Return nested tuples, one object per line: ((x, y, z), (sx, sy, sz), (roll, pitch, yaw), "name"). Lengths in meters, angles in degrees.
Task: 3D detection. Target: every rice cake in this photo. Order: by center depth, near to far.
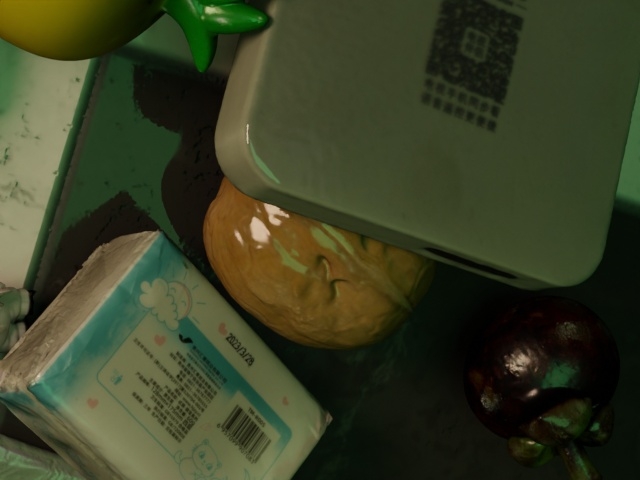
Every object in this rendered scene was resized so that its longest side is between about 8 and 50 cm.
((-0.293, 0.228, 1.253), (0.221, 0.042, 0.080), (23, 91, -22), "rice cake")

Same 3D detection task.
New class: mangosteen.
((0.231, 0.144, 1.334), (0.172, 0.184, 0.173), (-7, 122, -11), "mangosteen")

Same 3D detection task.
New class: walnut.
((0.000, 0.000, 1.221), (0.225, 0.193, 0.193), (30, 93, -25), "walnut")

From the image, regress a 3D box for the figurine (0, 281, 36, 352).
((-0.365, 0.072, 1.157), (0.228, 0.112, 0.137), (-2, 113, -32), "figurine")

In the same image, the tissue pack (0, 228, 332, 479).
((-0.144, 0.148, 1.216), (0.271, 0.124, 0.201), (50, 63, -22), "tissue pack")

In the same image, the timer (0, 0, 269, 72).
((-0.155, -0.243, 1.036), (0.285, 0.285, 0.285), (-5, 105, -18), "timer")

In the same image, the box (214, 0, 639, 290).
((0.114, -0.174, 1.149), (0.367, 0.090, 0.373), (19, 78, -24), "box")
